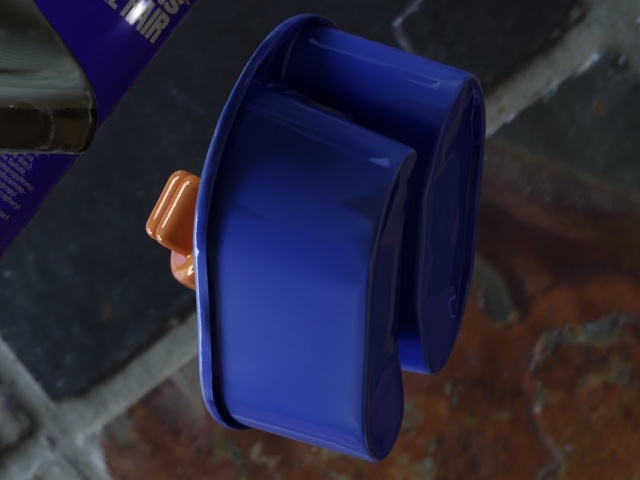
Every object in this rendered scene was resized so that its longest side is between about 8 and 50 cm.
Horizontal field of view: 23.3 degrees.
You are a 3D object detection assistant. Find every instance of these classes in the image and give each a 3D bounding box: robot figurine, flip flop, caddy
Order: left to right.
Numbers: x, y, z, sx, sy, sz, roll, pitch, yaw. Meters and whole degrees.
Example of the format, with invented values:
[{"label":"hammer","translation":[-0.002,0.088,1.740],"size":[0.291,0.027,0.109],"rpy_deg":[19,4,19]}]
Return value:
[{"label":"flip flop","translation":[-0.133,-0.109,0.516],"size":[0.112,0.277,0.080],"rpy_deg":[6,122,-17]},{"label":"robot figurine","translation":[-0.058,0.012,1.511],"size":[0.219,0.128,0.158],"rpy_deg":[27,141,-22]},{"label":"caddy","translation":[0.000,0.000,1.164],"size":[0.179,0.241,0.341],"rpy_deg":[16,129,19]}]

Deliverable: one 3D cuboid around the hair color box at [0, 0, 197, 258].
[{"label":"hair color box","translation":[-0.197,-0.091,0.911],"size":[0.110,0.185,0.339],"rpy_deg":[39,78,-24]}]
